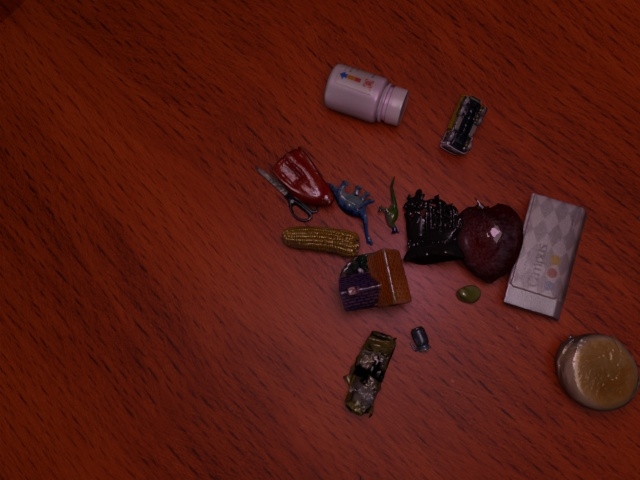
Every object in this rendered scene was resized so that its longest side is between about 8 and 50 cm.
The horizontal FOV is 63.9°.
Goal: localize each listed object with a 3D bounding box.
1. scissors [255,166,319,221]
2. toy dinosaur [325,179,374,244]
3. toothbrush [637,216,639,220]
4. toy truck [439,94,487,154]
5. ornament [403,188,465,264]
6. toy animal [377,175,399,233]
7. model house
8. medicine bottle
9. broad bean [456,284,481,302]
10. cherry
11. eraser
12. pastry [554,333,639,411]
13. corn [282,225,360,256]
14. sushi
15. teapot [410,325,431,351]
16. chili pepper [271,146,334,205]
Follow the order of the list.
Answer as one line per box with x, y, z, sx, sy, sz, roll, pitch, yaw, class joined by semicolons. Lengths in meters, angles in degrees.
-0.137;-0.188;1.945;0.300;0.022;0.109;39;82;12;scissors
0.121;-0.145;1.881;0.329;0.076;0.144;48;120;11;toy dinosaur
1.191;-0.021;1.779;0.194;0.017;0.014;39;80;13;toothbrush
0.519;-0.423;1.872;0.097;0.114;0.227;25;84;-12;toy truck
0.383;-0.056;1.772;0.106;0.251;0.261;8;79;-34;ornament
0.247;-0.133;1.882;0.074;0.041;0.217;0;78;-13;toy animal
0.179;0.129;1.747;0.236;0.237;0.203;-8;81;5;model house
0.170;-0.532;1.897;0.292;0.170;0.170;21;83;10;medicine bottle
0.522;0.188;1.801;0.083;0.045;0.063;-4;69;-3;broad bean
0.570;-0.001;1.745;0.230;0.203;0.301;-4;92;21;cherry
0.778;0.057;1.775;0.212;0.082;0.397;17;82;10;eraser
0.900;0.423;1.672;0.264;0.133;0.265;-1;80;5;pastry
0.000;0.000;1.864;0.291;0.101;0.101;5;81;11;corn
0.157;0.448;1.751;0.139;0.131;0.291;20;91;8;sushi
0.342;0.346;1.786;0.063;0.049;0.084;-20;79;2;teapot
-0.058;-0.211;1.881;0.144;0.136;0.253;-25;68;-42;chili pepper
